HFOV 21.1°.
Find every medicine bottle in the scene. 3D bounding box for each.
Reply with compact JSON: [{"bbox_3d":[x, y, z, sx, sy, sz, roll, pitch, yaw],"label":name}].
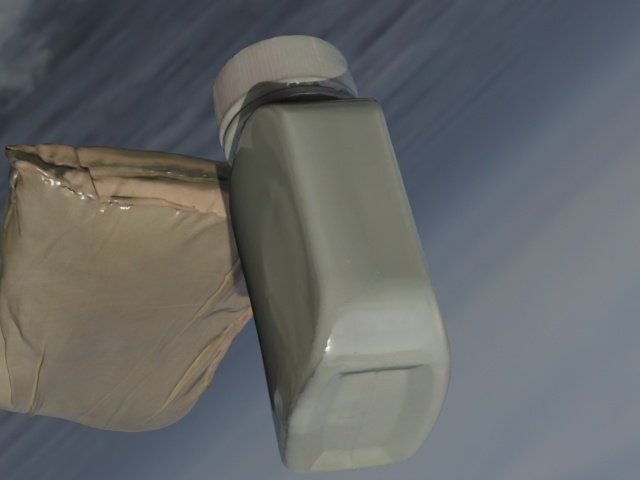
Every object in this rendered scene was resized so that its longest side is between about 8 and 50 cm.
[{"bbox_3d":[0.000,0.000,0.732,0.069,0.183,0.119,-6,144,-13],"label":"medicine bottle"}]

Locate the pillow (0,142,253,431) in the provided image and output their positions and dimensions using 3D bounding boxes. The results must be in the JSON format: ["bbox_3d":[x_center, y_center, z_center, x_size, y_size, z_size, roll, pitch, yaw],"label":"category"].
[{"bbox_3d":[-0.115,0.032,0.940,0.173,0.067,0.270,5,149,-22],"label":"pillow"}]
